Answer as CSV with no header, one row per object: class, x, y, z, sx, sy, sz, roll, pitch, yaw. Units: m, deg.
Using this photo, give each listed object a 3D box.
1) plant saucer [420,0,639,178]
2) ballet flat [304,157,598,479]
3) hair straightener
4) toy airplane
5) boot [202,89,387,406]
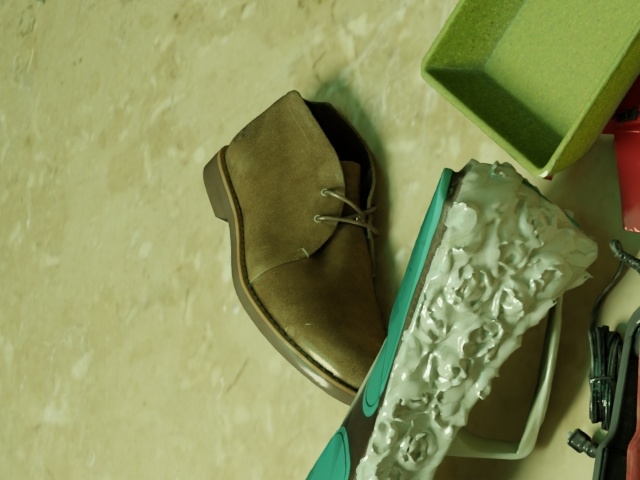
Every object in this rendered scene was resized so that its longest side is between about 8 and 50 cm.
plant saucer,0.168,-0.148,1.229,0.188,0.045,0.188,-58,34,12
ballet flat,0.071,0.144,1.249,0.147,0.147,0.408,47,120,48
hair straightener,0.182,0.114,1.174,0.089,0.047,0.230,-15,70,52
toy airplane,0.193,-0.079,1.221,0.151,0.028,0.151,-20,64,50
boot,0.000,0.000,1.413,0.115,0.112,0.305,-48,44,23
